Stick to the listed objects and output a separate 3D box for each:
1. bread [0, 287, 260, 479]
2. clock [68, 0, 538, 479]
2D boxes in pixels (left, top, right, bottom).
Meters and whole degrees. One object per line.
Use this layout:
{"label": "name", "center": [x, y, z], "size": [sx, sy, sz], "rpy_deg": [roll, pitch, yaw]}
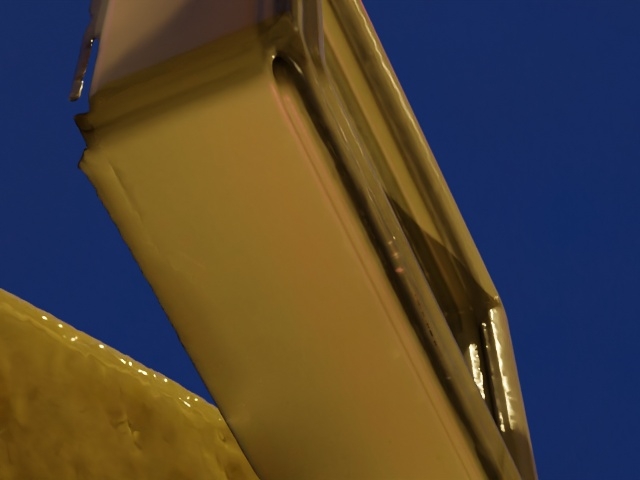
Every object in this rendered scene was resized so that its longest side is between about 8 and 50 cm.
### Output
{"label": "bread", "center": [-0.147, 0.201, 0.842], "size": [0.405, 0.242, 0.345], "rpy_deg": [25, -127, -2]}
{"label": "clock", "center": [0.000, 0.000, 0.585], "size": [0.071, 0.192, 0.147], "rpy_deg": [-22, -154, 10]}
